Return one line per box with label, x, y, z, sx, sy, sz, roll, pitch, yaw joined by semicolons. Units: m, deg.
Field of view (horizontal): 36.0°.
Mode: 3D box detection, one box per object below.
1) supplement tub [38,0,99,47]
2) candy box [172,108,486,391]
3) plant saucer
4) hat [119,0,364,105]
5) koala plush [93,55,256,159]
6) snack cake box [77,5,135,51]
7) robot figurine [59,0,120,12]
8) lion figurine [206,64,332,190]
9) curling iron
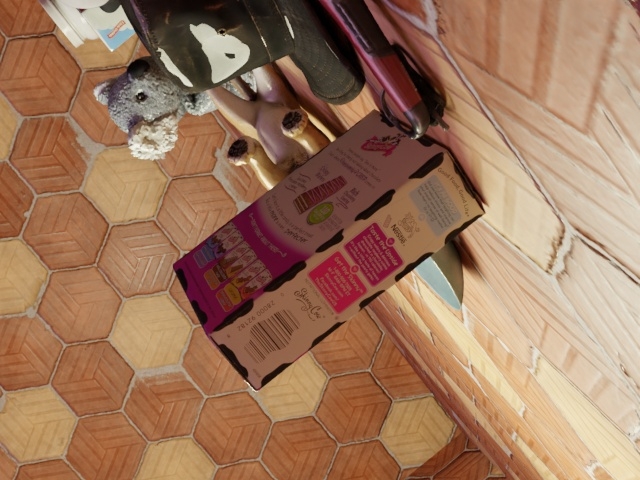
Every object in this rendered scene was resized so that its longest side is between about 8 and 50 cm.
supplement tub;-0.456;-0.500;2.002;0.144;0.200;0.144;51;177;4
candy box;0.000;0.000;0.826;0.071;0.233;0.159;53;178;-27
plant saucer;0.101;-0.011;1.057;0.195;0.037;0.195;51;177;4
hat;-0.110;-0.219;0.865;0.331;0.134;0.331;51;176;5
koala plush;-0.219;-0.231;1.457;0.196;0.221;0.203;50;177;27
snack cake box;-0.373;-0.452;1.817;0.089;0.152;0.264;53;177;-29
robot figurine;-0.377;-0.471;1.513;0.278;0.209;0.173;56;-155;-65
lion figurine;-0.041;-0.119;1.236;0.240;0.142;0.392;44;-160;-49
curling iron;-0.003;-0.177;0.656;0.274;0.035;0.068;52;177;-13
